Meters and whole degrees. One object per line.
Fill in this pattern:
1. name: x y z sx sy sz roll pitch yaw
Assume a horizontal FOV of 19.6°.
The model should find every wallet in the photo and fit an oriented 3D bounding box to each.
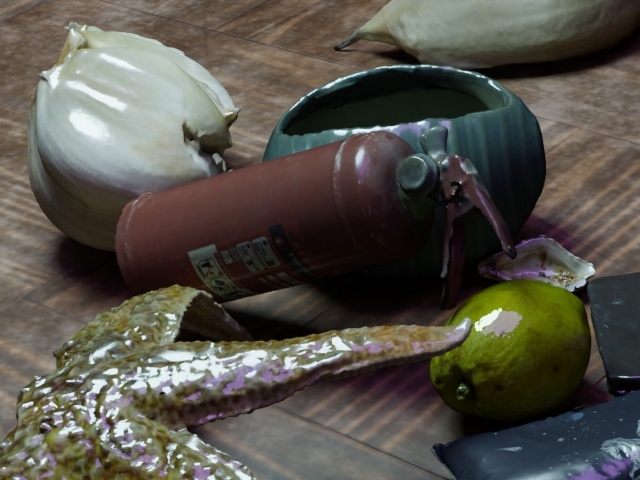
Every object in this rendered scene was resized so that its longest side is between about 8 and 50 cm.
1. wallet: 0.256 0.070 1.454 0.082 0.018 0.156 -6 30 2

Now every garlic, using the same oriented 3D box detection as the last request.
1. garlic: 0.193 -0.240 1.923 0.339 0.151 0.196 -20 5 -7
2. garlic: -0.166 -0.082 1.674 0.203 0.184 0.281 17 8 -7

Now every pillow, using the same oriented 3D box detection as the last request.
1. pillow: 0.197 0.151 1.295 0.208 0.055 0.141 -15 25 -14

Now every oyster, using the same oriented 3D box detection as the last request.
1. oyster: 0.181 0.025 1.539 0.093 0.034 0.051 20 55 21

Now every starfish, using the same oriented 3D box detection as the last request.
1. starfish: -0.116 0.155 1.308 0.384 0.132 0.398 10 38 20

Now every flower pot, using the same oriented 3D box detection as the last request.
1. flower pot: 0.070 -0.057 1.578 0.243 0.157 0.189 -2 32 7

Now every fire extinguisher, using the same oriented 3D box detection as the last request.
1. fire extinguisher: 0.000 0.000 1.442 0.337 0.147 0.106 -13 -11 34

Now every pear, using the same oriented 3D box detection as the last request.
1. pear: 0.144 0.084 1.379 0.107 0.107 0.131 19 48 38

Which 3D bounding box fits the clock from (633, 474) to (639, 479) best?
1. clock: 0.299 0.239 1.113 0.319 0.066 0.319 -5 30 3
